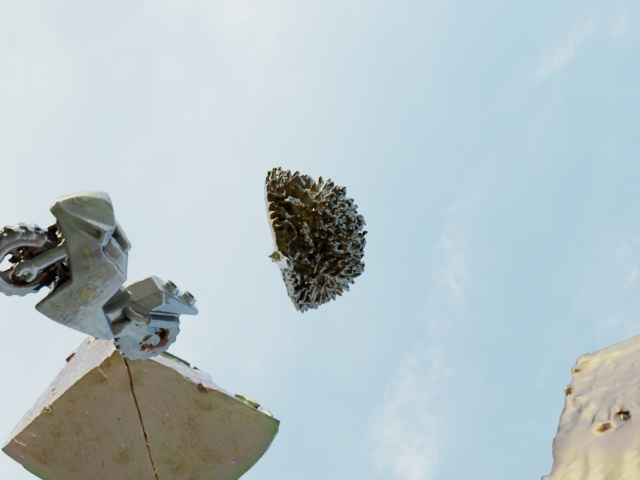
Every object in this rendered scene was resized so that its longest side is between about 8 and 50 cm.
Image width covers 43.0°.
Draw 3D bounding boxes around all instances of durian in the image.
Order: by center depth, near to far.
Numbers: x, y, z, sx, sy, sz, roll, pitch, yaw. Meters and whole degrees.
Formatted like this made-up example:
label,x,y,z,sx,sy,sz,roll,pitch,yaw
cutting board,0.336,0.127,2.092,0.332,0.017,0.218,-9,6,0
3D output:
label,x,y,z,sx,sy,sz,roll,pitch,yaw
durian,0.000,0.000,0.774,0.091,0.188,0.148,-6,-80,13

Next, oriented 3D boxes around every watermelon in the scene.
label,x,y,z,sx,sy,sz,roll,pitch,yaw
watermelon,-0.244,0.235,1.200,0.292,0.222,0.319,34,-65,-12

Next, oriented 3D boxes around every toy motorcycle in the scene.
label,x,y,z,sx,sy,sz,roll,pitch,yaw
toy motorcycle,-0.191,0.029,0.724,0.122,0.215,0.080,-45,-134,5

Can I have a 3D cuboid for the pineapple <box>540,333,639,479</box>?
label,x,y,z,sx,sy,sz,roll,pitch,yaw
pineapple,0.152,0.118,0.294,0.114,0.236,0.186,-32,-116,36
